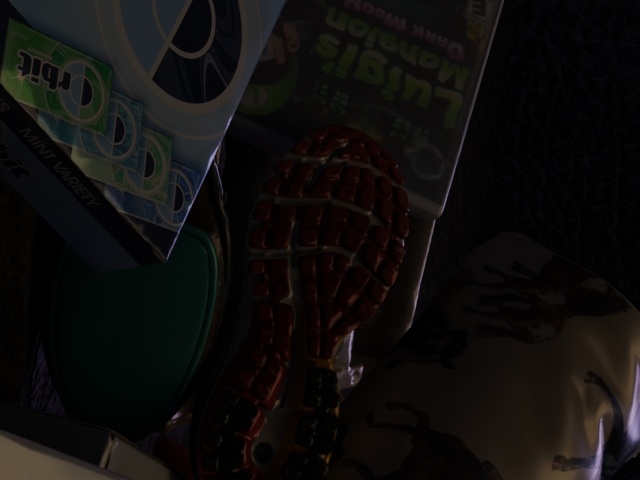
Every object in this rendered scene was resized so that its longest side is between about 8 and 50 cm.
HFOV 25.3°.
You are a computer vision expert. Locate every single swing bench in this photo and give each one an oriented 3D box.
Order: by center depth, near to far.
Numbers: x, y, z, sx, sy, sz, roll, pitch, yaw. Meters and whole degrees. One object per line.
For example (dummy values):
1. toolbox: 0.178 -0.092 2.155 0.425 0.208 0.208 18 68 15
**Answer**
1. swing bench: 0.000 0.000 1.030 0.254 0.165 0.253 -53 154 -78

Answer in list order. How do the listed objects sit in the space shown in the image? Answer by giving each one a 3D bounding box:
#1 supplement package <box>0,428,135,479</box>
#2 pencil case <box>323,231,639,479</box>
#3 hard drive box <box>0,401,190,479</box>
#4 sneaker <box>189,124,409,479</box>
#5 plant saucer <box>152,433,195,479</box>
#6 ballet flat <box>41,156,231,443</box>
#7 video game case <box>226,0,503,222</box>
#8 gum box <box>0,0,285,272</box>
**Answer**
1. supplement package: -0.091 0.157 0.518 0.244 0.134 0.139 32 68 -45
2. pencil case: 0.057 0.182 0.808 0.160 0.183 0.410 -18 -157 51
3. hard drive box: -0.140 0.187 0.714 0.232 0.089 0.181 71 34 -72
4. sneaker: -0.023 0.040 0.781 0.225 0.088 0.093 -69 -164 -12
5. plant saucer: -0.066 0.292 0.971 0.259 0.048 0.258 58 35 -59
6. ballet flat: -0.086 -0.031 0.722 0.096 0.095 0.280 -80 178 -61
7. video game case: 0.008 -0.123 0.848 0.022 0.190 0.173 -36 -147 64
8. gum box: -0.086 -0.108 0.555 0.157 0.041 0.184 51 45 -37
